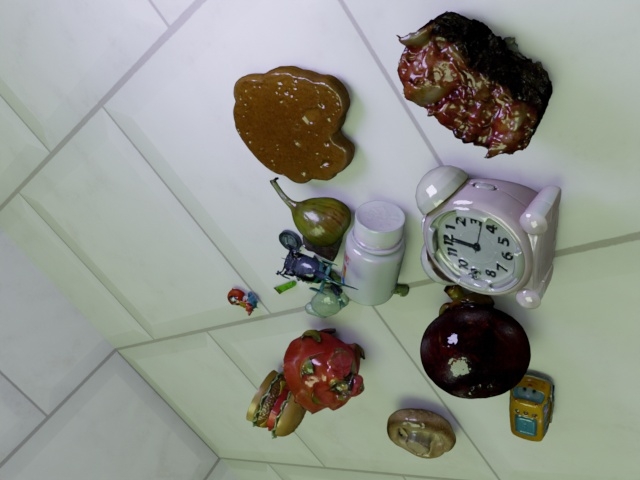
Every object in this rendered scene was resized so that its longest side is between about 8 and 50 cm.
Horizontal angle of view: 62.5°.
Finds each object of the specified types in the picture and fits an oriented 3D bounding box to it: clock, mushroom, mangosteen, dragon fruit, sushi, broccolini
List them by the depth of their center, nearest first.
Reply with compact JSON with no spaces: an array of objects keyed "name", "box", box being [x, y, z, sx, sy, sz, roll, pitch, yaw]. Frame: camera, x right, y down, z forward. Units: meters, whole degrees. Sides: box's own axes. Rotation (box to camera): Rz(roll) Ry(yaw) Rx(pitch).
[{"name":"sushi","box":[0.303,-0.325,1.068,0.344,0.182,0.196,34,132,0]},{"name":"clock","box":[0.394,-0.013,1.290,0.326,0.184,0.341,13,128,32]},{"name":"mangosteen","box":[0.426,0.301,1.488,0.298,0.293,0.296,-7,123,-10]},{"name":"broccolini","box":[0.088,0.128,1.704,0.393,0.074,0.078,6,113,28]},{"name":"clock","box":[-0.101,0.000,1.763,0.085,0.017,0.085,19,136,20]},{"name":"dragon fruit","box":[0.035,0.456,1.889,0.226,0.305,0.305,-27,109,38]},{"name":"mushroom","box":[0.379,0.726,1.984,0.279,0.146,0.278,12,134,12]}]

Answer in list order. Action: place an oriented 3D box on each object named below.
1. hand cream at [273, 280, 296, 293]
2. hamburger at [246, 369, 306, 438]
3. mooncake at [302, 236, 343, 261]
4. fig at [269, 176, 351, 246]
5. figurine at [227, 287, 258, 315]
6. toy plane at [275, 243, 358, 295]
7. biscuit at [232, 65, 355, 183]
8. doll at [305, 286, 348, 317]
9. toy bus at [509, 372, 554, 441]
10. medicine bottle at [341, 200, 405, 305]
[{"name":"hand cream","box":[-0.130,0.171,1.934,0.036,0.023,0.122,46,142,-14]},{"name":"hamburger","box":[-0.164,0.706,2.253,0.212,0.274,0.274,25,137,13]},{"name":"mooncake","box":[0.000,0.000,1.652,0.130,0.073,0.125,29,140,13]},{"name":"fig","box":[-0.039,-0.088,1.514,0.259,0.151,0.151,33,140,-14]},{"name":"figurine","box":[-0.310,0.232,2.078,0.140,0.075,0.068,29,140,26]},{"name":"toy plane","box":[-0.022,0.088,1.569,0.155,0.106,0.382,19,179,-20]},{"name":"biscuit","box":[-0.066,-0.314,1.417,0.381,0.074,0.358,-20,116,42]},{"name":"doll","box":[0.025,0.214,1.823,0.103,0.071,0.214,48,129,-5]},{"name":"toy bus","box":[0.640,0.515,1.615,0.126,0.136,0.209,8,129,30]},{"name":"medicine bottle","box":[0.151,0.039,1.505,0.170,0.170,0.292,22,137,18]}]
